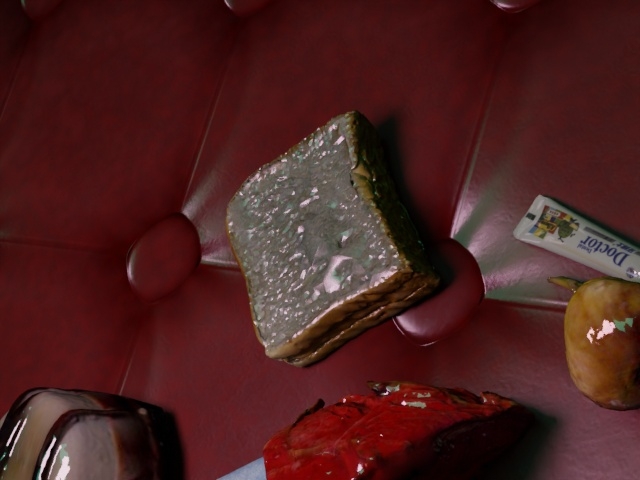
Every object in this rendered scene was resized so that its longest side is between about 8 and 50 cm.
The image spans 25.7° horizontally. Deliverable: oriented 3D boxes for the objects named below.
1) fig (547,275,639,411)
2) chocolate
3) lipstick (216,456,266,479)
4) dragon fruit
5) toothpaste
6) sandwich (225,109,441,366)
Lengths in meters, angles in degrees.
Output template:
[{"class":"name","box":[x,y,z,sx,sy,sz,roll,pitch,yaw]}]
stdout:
[{"class":"fig","box":[0.339,0.097,1.678,0.159,0.159,0.257,-50,31,5]},{"class":"chocolate","box":[-0.367,0.324,1.991,0.283,0.186,0.284,-22,52,31]},{"class":"lipstick","box":[-0.137,0.363,1.915,0.274,0.061,0.068,-32,56,24]},{"class":"dragon fruit","box":[0.109,0.276,1.747,0.330,0.240,0.302,-22,26,0]},{"class":"toothpaste","box":[0.348,0.011,1.764,0.255,0.037,0.067,30,87,44]},{"class":"sandwich","box":[0.000,0.000,1.969,0.271,0.099,0.301,-32,55,19]}]
